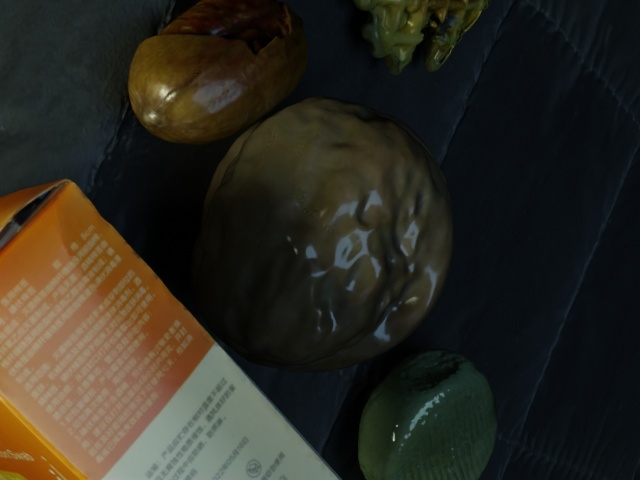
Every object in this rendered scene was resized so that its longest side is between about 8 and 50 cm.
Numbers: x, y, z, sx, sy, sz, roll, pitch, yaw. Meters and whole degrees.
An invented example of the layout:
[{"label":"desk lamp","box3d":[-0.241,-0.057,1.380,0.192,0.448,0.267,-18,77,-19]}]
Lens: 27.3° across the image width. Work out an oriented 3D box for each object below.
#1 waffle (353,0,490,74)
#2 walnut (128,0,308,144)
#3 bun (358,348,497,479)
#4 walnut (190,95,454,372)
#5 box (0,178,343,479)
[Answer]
[{"label":"waffle","box3d":[0.116,-0.304,1.380,0.261,0.056,0.250,-52,140,-19]},{"label":"walnut","box3d":[-0.082,-0.155,1.151,0.207,0.115,0.116,-35,132,-36]},{"label":"bun","box3d":[0.122,0.228,1.601,0.221,0.108,0.221,-25,130,-35]},{"label":"walnut","box3d":[0.000,0.000,1.226,0.227,0.273,0.273,25,85,-11]},{"label":"box","box3d":[-0.168,0.127,0.977,0.341,0.225,0.143,51,60,-20]}]
